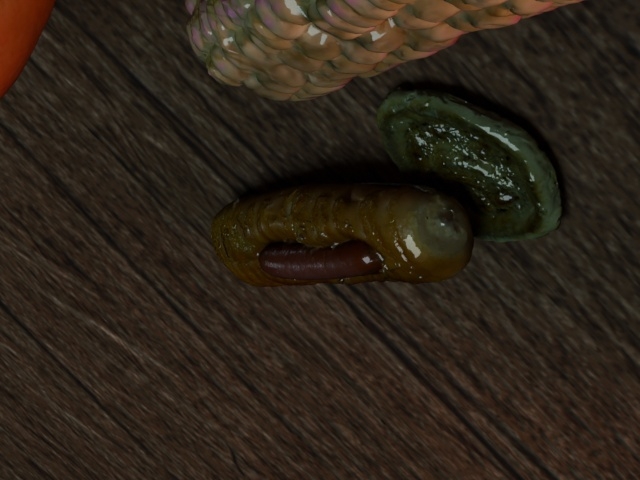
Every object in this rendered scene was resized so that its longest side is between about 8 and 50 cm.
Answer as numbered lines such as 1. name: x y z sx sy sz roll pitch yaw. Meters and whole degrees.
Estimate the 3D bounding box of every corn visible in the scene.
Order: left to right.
1. corn: 0.037 -0.132 0.762 0.126 0.126 0.335 48 153 -15

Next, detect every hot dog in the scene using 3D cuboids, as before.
1. hot dog: 0.000 0.000 1.040 0.066 0.047 0.215 52 153 -22

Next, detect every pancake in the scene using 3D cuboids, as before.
1. pancake: 0.073 -0.037 0.952 0.108 0.017 0.108 29 153 16

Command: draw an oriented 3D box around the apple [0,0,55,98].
1. apple: -0.244 -0.148 0.943 0.241 0.242 0.242 4 135 44
